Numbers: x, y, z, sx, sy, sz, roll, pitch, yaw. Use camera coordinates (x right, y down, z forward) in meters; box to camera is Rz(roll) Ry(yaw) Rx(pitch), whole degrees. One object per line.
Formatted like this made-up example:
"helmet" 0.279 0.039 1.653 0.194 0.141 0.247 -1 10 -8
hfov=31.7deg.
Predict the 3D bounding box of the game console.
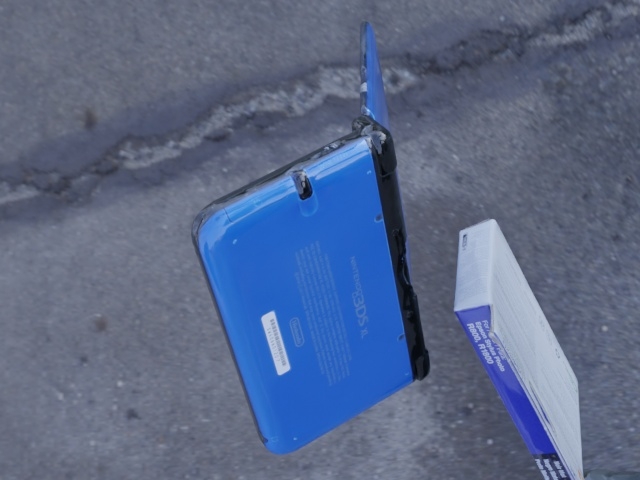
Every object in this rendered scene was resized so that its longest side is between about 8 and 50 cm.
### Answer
"game console" 0.000 0.000 1.002 0.250 0.293 0.173 -27 43 -16

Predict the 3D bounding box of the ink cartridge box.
"ink cartridge box" 0.193 0.121 1.087 0.045 0.224 0.223 -23 111 19

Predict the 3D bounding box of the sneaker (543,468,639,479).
"sneaker" 0.364 0.283 1.122 0.341 0.125 0.140 -34 45 47
